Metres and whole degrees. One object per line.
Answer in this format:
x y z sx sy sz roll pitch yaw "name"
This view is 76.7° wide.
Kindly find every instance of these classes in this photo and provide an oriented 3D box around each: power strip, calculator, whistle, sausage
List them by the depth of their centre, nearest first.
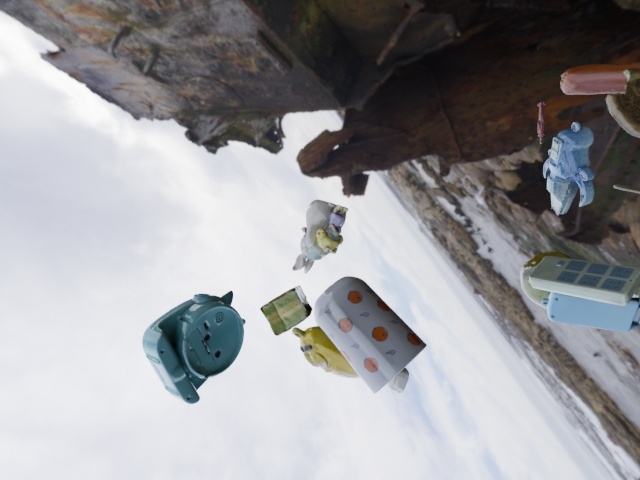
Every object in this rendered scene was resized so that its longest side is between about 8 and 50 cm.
0.654 -0.186 1.072 0.180 0.093 0.268 -105 -3 -51 "whistle"
0.717 0.104 1.112 0.271 0.118 0.046 10 135 54 "power strip"
0.914 -0.503 1.262 0.300 0.083 0.089 13 140 38 "sausage"
0.883 0.220 1.315 0.051 0.294 0.172 -62 -33 -41 "calculator"

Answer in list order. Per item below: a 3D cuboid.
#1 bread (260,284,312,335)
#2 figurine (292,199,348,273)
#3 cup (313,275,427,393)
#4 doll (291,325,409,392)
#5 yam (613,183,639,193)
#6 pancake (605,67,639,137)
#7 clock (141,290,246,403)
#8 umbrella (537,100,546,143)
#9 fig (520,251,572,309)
-0.070 0.150 0.896 0.074 0.084 0.139 60 -179 3 "bread"
0.000 0.000 1.249 0.155 0.235 0.127 17 180 44 "figurine"
0.137 0.270 1.240 0.317 0.212 0.212 48 -170 19 "cup"
0.114 0.434 1.486 0.424 0.161 0.348 13 154 14 "doll"
1.293 -0.216 1.697 0.116 0.021 0.021 16 -175 13 "yam"
0.783 -0.315 0.951 0.212 0.235 0.029 33 157 8 "pancake"
-0.295 0.249 1.035 0.274 0.094 0.223 -42 -55 -39 "clock"
0.821 -0.441 1.507 0.025 0.165 0.027 7 172 -19 "umbrella"
0.854 0.159 1.513 0.207 0.208 0.229 24 -109 -66 "fig"
